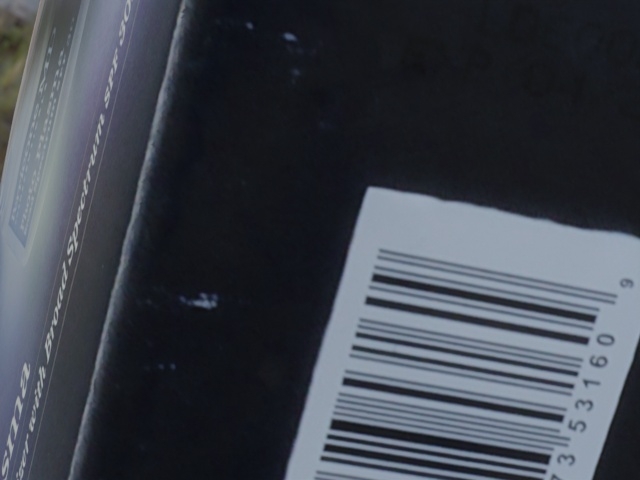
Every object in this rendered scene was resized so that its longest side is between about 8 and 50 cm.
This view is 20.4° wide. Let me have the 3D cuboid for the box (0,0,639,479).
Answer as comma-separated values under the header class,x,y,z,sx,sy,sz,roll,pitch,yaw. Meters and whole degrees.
class,x,y,z,sx,sy,sz,roll,pitch,yaw
box,0.000,0.000,0.534,0.182,0.296,0.294,11,16,-15
